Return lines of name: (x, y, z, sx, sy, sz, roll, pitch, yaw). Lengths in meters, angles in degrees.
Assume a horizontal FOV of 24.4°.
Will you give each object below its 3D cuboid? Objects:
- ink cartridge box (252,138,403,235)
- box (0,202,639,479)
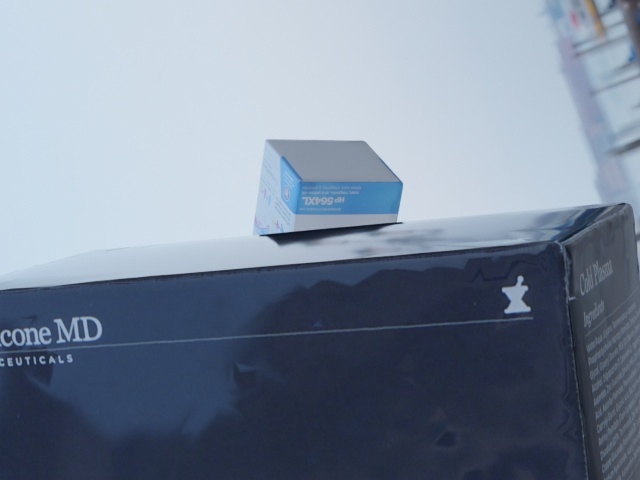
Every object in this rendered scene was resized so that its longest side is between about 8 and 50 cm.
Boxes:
ink cartridge box: (0.000, 0.000, 1.200, 0.092, 0.090, 0.143, -128, 43, -58)
box: (0.000, 0.154, 0.777, 0.179, 0.343, 0.312, -22, -74, -68)
